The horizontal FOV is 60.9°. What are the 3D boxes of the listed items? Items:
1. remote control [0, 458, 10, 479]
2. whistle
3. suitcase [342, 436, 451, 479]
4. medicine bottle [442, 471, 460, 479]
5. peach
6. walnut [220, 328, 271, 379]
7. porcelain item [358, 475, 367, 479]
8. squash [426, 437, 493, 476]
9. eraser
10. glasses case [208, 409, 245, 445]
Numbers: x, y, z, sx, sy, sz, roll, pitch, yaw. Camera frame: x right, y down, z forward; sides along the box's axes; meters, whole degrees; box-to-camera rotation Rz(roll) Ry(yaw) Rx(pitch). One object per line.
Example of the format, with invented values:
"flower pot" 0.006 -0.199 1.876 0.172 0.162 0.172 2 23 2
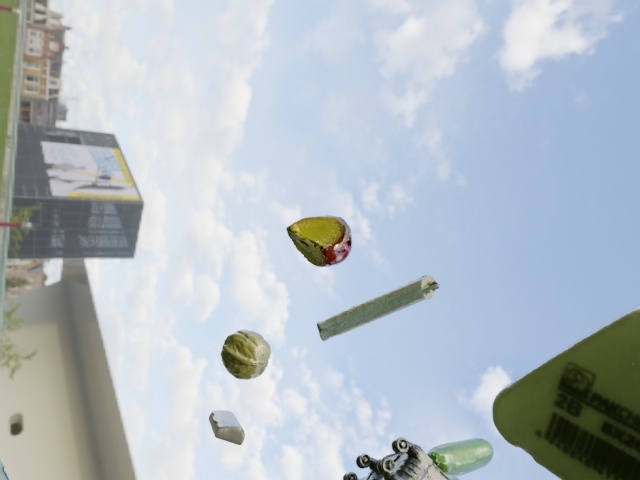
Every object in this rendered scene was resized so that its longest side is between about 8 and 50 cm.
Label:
"remote control" -0.598 0.384 0.926 0.045 0.097 0.256 19 -50 40
"whistle" 0.146 0.170 1.368 0.068 0.326 0.057 -84 151 -80
"suitcase" 0.259 0.675 1.253 0.434 0.194 0.283 42 -36 5
"medicine bottle" 0.326 0.656 1.424 0.216 0.090 0.091 -3 -93 48
"peach" 0.001 0.006 1.331 0.172 0.127 0.093 4 -44 30
"walnut" -0.129 0.197 0.936 0.092 0.092 0.092 -1 -91 57
"porcelain item" 0.173 0.782 1.470 0.288 0.138 0.186 56 -6 10
"squash" 0.423 0.664 1.666 0.101 0.378 0.102 -14 -110 41
"eraser" 0.427 0.262 0.827 0.331 0.149 0.332 7 -80 46
"glasses case" -0.234 0.460 1.351 0.190 0.071 0.042 161 -56 -73
